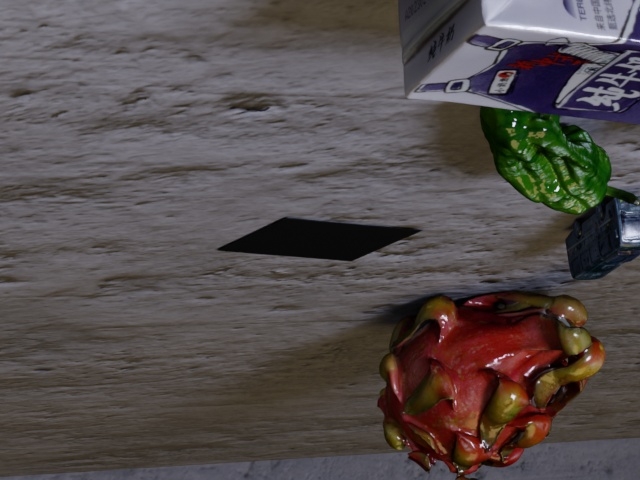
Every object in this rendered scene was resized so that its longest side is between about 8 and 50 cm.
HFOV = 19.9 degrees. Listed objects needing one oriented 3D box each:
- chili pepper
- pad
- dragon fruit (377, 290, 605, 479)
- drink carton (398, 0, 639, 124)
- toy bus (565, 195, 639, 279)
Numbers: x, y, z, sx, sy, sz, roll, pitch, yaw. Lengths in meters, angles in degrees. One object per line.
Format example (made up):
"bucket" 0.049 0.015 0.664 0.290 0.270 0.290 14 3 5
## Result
"chili pepper" 0.203 -0.078 1.613 0.100 0.074 0.257 -13 164 22
"pad" 0.000 0.000 1.959 0.190 0.004 0.127 4 162 -39
"dragon fruit" 0.218 0.177 2.331 0.307 0.243 0.227 7 -148 23
"drink carton" 0.176 -0.153 1.235 0.222 0.102 0.134 5 163 -20
"toy bus" 0.313 -0.003 1.974 0.047 0.065 0.166 -3 166 -12
